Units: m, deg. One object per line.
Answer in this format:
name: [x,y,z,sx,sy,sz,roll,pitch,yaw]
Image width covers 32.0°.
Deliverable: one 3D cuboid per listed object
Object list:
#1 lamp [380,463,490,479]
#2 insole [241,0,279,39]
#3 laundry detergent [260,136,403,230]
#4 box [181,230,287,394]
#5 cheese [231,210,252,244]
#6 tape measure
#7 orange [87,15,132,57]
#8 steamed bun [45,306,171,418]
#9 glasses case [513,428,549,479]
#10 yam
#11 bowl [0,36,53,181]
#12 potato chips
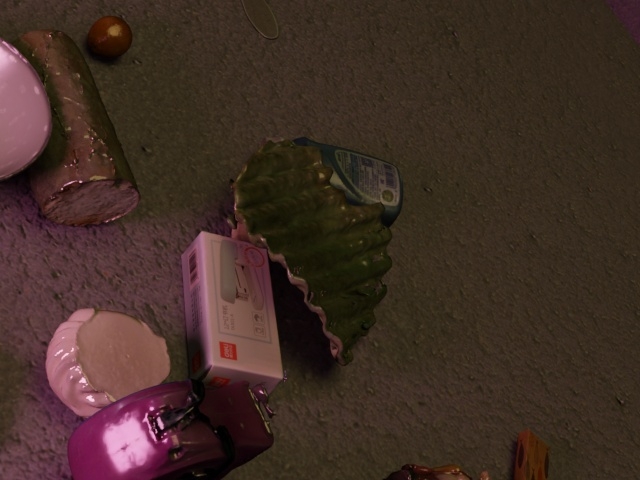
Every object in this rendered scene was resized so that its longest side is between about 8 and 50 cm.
lamp: [0.215,0.422,1.809,0.253,0.118,0.118,12,49,-29]
insole: [-0.149,-0.522,2.406,0.080,0.003,0.232,-8,62,-42]
laundry detergent: [0.016,-0.119,2.135,0.290,0.094,0.143,18,55,-22]
box: [-0.143,0.122,1.803,0.135,0.079,0.269,15,47,-29]
cheese: [-0.124,-0.041,1.988,0.065,0.043,0.194,26,41,-26]
tape measure: [-0.207,0.282,1.490,0.231,0.245,0.149,4,54,-57]
orange: [-0.385,-0.371,2.039,0.085,0.085,0.085,21,45,-23]
steamed bun: [-0.308,0.188,1.598,0.183,0.106,0.183,20,50,-25]
glasses case: [0.370,0.424,1.984,0.064,0.041,0.170,40,39,-21]
yam: [-0.408,-0.172,1.779,0.168,0.168,0.304,-5,59,-41]
bowl: [-0.582,-0.171,1.642,0.337,0.157,0.337,19,46,-21]
potato chips: [-0.002,0.006,1.923,0.373,0.097,0.389,49,30,-14]
